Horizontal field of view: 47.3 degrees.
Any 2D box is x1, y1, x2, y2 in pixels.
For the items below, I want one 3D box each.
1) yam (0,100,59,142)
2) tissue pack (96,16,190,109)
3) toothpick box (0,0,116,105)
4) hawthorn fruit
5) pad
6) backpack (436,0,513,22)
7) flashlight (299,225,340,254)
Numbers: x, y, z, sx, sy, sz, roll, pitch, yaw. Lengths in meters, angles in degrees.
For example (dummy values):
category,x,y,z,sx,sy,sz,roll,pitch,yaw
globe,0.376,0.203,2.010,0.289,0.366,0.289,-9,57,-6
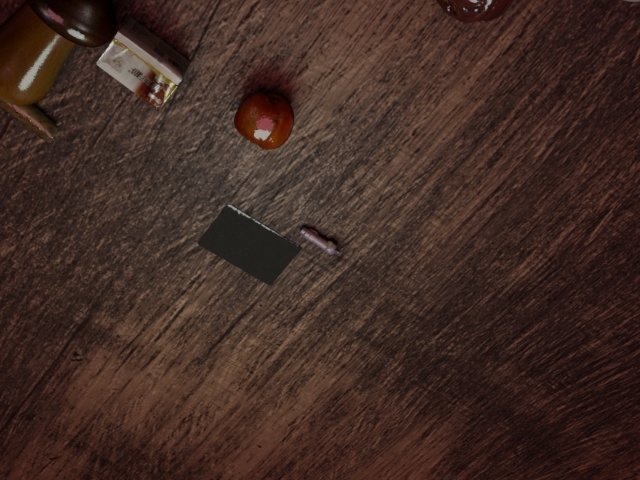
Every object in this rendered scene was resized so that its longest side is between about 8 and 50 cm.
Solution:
category,x,y,z,sx,sy,sz,roll,pitch,yaw
yam,-0.652,-0.296,1.525,0.056,0.057,0.241,-36,117,21
tissue pack,-0.350,-0.352,1.455,0.148,0.106,0.099,36,116,-19
toothpick box,-0.522,-0.395,1.387,0.192,0.192,0.294,40,120,-22
hawthorn fruit,-0.116,-0.251,1.514,0.128,0.128,0.128,0,123,1
pad,-0.169,0.013,1.748,0.211,0.003,0.143,32,118,-19
backpack,0.280,-0.500,1.306,0.138,0.229,0.229,-23,131,-33
flashlight,0.000,0.000,1.722,0.110,0.052,0.031,34,82,-12
